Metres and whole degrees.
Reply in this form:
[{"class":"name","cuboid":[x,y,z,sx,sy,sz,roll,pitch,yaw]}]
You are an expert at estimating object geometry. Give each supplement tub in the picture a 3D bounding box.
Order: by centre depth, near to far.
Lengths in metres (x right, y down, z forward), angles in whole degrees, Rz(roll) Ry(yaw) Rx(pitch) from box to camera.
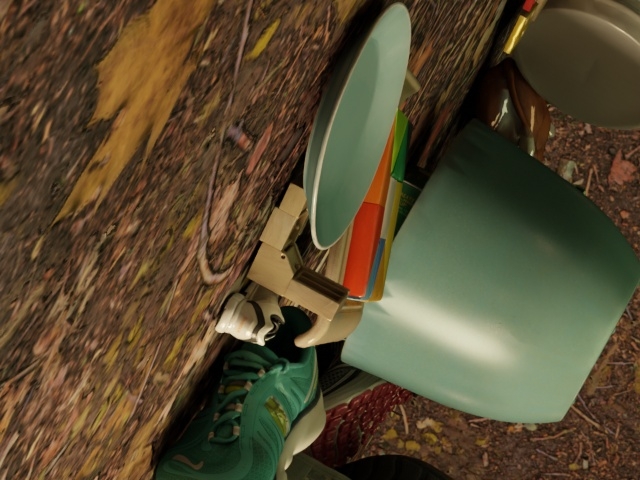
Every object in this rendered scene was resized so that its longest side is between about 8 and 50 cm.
[{"class":"supplement tub","cuboid":[0.375,-0.306,2.226,0.316,0.228,0.228,-58,172,-28]}]

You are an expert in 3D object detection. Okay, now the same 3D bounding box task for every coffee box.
[{"class":"coffee box","cuboid":[0.065,0.011,2.048,0.184,0.040,0.113,-63,172,16]}]

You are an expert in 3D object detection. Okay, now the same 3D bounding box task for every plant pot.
[{"class":"plant pot","cuboid":[0.194,0.054,2.009,0.293,0.235,0.293,-59,172,-14]}]

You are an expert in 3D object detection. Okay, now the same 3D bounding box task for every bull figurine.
[{"class":"bull figurine","cuboid":[0.238,-0.127,2.370,0.310,0.101,0.188,33,56,-75]}]

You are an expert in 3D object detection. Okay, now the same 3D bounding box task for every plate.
[{"class":"plate","cuboid":[0.022,-0.085,1.391,0.188,0.024,0.188,18,90,-77]}]

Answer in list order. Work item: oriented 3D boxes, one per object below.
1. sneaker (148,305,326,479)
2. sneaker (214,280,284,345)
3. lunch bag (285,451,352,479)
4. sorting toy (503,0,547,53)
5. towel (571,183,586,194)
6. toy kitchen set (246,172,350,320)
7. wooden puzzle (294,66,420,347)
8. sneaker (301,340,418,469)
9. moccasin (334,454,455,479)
[{"class":"sneaker","cuboid":[-0.066,0.139,1.549,0.275,0.107,0.110,-56,153,-63]},{"class":"sneaker","cuboid":[-0.047,0.058,1.476,0.040,0.044,0.109,-65,173,17]},{"class":"lunch bag","cuboid":[-0.007,0.363,1.934,0.235,0.287,0.169,-50,167,-51]},{"class":"sorting toy","cuboid":[0.245,-0.316,2.023,0.274,0.046,0.132,-57,171,-32]},{"class":"towel","cuboid":[0.190,0.005,2.341,0.248,0.038,0.325,-17,168,-1]},{"class":"toy kitchen set","cuboid":[0.000,0.000,1.451,0.083,0.075,0.068,-65,173,20]},{"class":"wooden puzzle","cuboid":[0.041,-0.026,1.580,0.221,0.044,0.238,11,94,-82]},{"class":"sneaker","cuboid":[0.032,0.160,2.173,0.299,0.112,0.121,-36,151,-43]},{"class":"moccasin","cuboid":[0.058,0.334,2.168,0.380,0.147,0.139,-18,-145,50]}]
